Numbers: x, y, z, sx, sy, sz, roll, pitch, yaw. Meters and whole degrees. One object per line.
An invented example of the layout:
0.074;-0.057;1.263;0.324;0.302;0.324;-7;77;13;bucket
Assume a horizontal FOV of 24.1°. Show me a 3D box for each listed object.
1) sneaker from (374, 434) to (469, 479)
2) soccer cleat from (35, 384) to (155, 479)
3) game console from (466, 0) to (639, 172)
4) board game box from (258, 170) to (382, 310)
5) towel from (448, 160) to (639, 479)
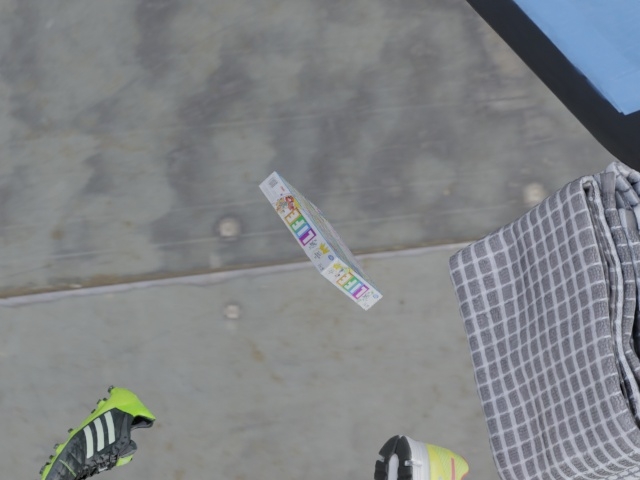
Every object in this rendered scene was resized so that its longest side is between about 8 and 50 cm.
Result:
0.103;0.286;1.374;0.094;0.081;0.209;8;82;-32;sneaker
-0.251;0.235;1.678;0.072;0.060;0.179;37;48;4;soccer cleat
0.182;-0.181;0.709;0.386;0.342;0.060;42;61;-22;game console
0.000;0.000;1.655;0.026;0.154;0.103;-42;140;7;board game box
0.239;0.093;1.422;0.121;0.235;0.284;-2;69;-25;towel
